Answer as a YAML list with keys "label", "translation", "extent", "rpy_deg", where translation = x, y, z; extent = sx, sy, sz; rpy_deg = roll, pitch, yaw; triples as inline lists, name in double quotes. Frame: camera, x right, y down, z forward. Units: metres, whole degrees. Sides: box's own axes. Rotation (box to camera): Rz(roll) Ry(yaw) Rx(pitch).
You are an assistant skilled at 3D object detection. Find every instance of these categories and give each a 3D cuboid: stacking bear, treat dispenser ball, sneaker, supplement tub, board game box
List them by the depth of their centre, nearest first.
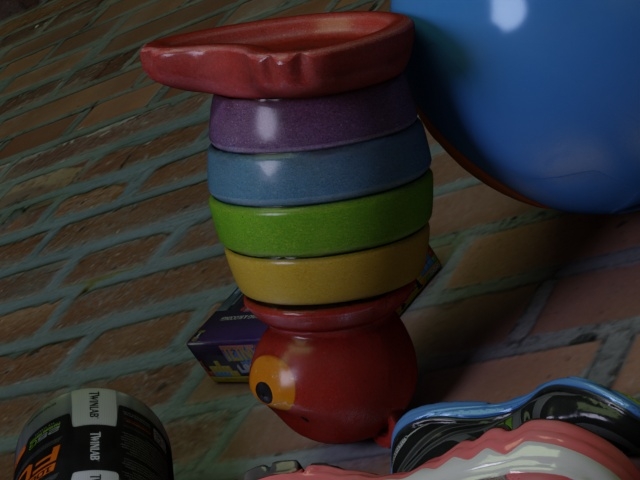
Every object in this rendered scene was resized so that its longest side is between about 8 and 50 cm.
- label: "sneaker"
  translation: [0.024, 0.193, 0.957]
  extent: [0.314, 0.116, 0.136]
  rpy_deg: [-21, 26, 30]
- label: "sneaker"
  translation: [0.121, 0.131, 1.040]
  extent: [0.188, 0.067, 0.078]
  rpy_deg: [-16, 49, 36]
- label: "stacking bear"
  translation: [0.000, 0.000, 1.181]
  extent: [0.164, 0.289, 0.175]
  rpy_deg: [-19, 19, -41]
- label: "supplement tub"
  translation: [-0.157, 0.194, 1.208]
  extent: [0.117, 0.117, 0.190]
  rpy_deg: [-32, 23, 6]
- label: "treat dispenser ball"
  translation: [0.193, -0.162, 1.229]
  extent: [0.288, 0.288, 0.288]
  rpy_deg: [-29, 22, 13]
- label: "board game box"
  translation: [-0.007, 0.051, 1.399]
  extent: [0.170, 0.048, 0.141]
  rpy_deg: [-7, 33, 50]
